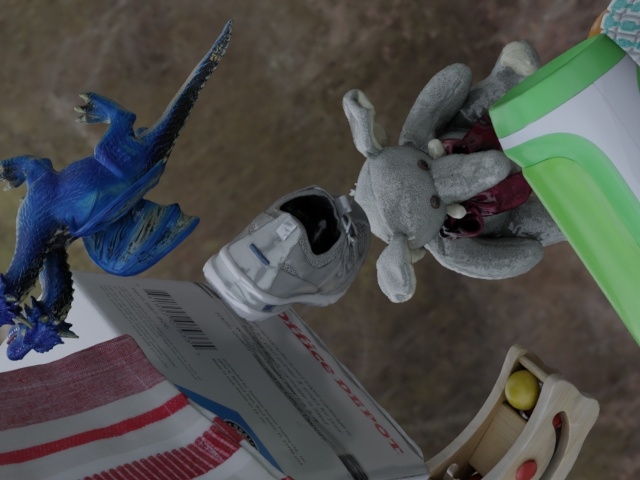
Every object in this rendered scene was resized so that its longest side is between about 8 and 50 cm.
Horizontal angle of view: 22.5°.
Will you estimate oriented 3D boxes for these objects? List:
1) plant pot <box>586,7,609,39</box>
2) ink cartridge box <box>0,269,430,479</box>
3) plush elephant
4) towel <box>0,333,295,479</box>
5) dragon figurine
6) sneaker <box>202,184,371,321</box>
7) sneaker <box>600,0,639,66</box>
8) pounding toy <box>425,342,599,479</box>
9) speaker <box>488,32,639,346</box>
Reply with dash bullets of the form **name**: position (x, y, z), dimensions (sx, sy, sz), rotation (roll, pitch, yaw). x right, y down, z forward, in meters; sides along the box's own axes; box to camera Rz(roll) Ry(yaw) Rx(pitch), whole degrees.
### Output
- **plant pot**: position (0.437, -0.258, 1.958), dimensions (0.205, 0.205, 0.188), rotation (45, 148, 25)
- **ink cartridge box**: position (-0.104, 0.190, 1.590), dimensions (0.285, 0.166, 0.395), rotation (48, -163, 23)
- **plush elephant**: position (0.146, -0.068, 1.885), dimensions (0.255, 0.330, 0.272), rotation (-19, -90, -72)
- **towel**: position (-0.133, 0.186, 1.177), dimensions (0.329, 0.237, 0.037), rotation (35, 122, 32)
- **dragon figurine**: position (-0.149, -0.031, 1.186), dimensions (0.144, 0.289, 0.085), rotation (52, 175, 39)
- **sneaker**: position (0.000, 0.000, 1.535), dimensions (0.105, 0.115, 0.281), rotation (48, -157, 3)
- **sneaker**: position (0.288, -0.213, 1.356), dimensions (0.065, 0.166, 0.076), rotation (27, -156, 30)
- **pounding toy**: position (0.174, 0.230, 1.785), dimensions (0.154, 0.269, 0.155), rotation (7, -156, -41)
- **speaker**: position (0.258, -0.010, 1.259), dimensions (0.296, 0.131, 0.131), rotation (55, 171, -5)
